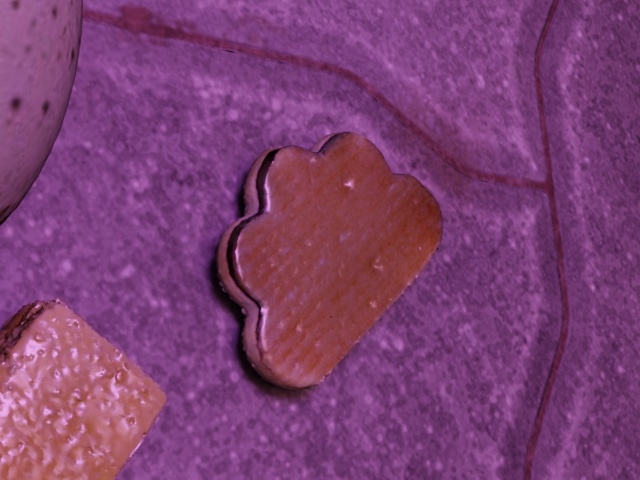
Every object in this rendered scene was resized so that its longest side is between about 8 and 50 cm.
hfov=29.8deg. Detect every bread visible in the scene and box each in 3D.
[{"bbox_3d":[-0.228,0.152,0.918,0.138,0.102,0.196,42,58,-16],"label":"bread"},{"bbox_3d":[0.000,0.000,1.163,0.286,0.056,0.207,-41,104,-38],"label":"bread"}]

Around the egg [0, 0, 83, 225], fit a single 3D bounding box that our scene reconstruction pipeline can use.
[{"bbox_3d":[-0.309,-0.164,0.840,0.287,0.287,0.379,-8,92,-38],"label":"egg"}]
